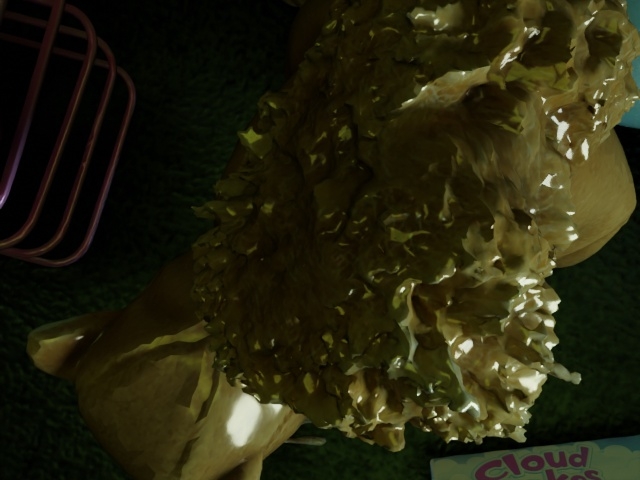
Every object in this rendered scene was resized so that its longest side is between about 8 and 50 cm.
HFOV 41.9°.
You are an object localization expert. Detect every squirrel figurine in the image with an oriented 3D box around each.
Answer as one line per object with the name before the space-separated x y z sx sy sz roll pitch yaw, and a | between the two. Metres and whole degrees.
squirrel figurine | 0.000 0.000 0.507 0.370 0.397 0.281 -41 87 -9

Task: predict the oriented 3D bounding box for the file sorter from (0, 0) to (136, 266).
file sorter | -0.262 -0.101 0.590 0.182 0.291 0.202 14 83 2

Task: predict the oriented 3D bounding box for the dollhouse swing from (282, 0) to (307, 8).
dollhouse swing | -0.200 -0.246 0.586 0.315 0.347 0.305 -32 93 -2

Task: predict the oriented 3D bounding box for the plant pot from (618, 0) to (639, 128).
plant pot | 0.220 -0.206 0.603 0.196 0.293 0.293 -12 81 27

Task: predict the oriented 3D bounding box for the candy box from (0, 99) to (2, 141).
candy box | -0.288 -0.122 0.412 0.233 0.071 0.159 -5 84 -3

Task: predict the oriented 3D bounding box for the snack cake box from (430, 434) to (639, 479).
snack cake box | 0.218 0.227 0.590 0.264 0.089 0.152 -7 111 2
